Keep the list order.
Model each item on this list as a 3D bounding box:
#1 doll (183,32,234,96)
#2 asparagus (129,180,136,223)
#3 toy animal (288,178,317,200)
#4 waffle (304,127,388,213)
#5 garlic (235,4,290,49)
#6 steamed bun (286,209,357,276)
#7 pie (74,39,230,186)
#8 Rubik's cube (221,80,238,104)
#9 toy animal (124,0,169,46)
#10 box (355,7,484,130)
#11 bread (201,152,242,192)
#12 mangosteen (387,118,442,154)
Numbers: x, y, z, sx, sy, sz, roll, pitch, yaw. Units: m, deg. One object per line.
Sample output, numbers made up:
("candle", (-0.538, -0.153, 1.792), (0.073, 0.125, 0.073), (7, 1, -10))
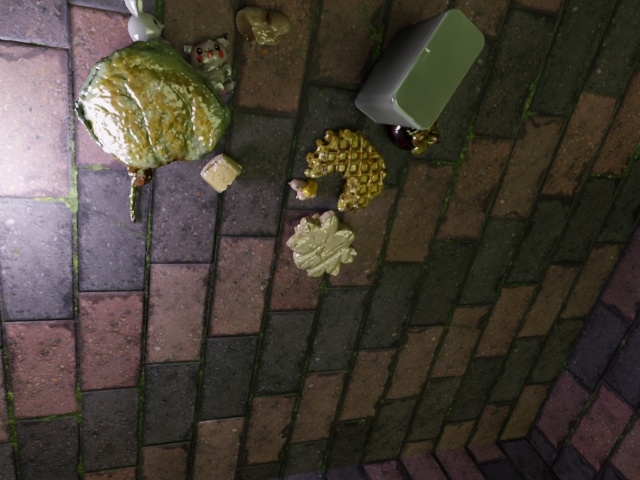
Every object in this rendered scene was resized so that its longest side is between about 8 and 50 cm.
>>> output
("doll", (-0.345, -0.554, 1.627), (0.149, 0.095, 0.192), (-13, 97, -11))
("asparagus", (-0.653, -0.170, 1.792), (0.024, 0.025, 0.249), (-32, 141, -56))
("toy animal", (-0.065, -0.187, 1.974), (0.114, 0.091, 0.082), (1, 132, -23))
("waffle", (0.108, -0.268, 1.957), (0.261, 0.151, 0.324), (-40, 126, 8))
("garlic", (-0.181, -0.685, 1.639), (0.174, 0.099, 0.124), (-8, 102, -22))
("steamed bun", (0.000, 0.000, 2.079), (0.295, 0.137, 0.293), (1, 119, -15))
("pie", (-0.505, -0.398, 1.556), (0.417, 0.181, 0.395), (-24, 121, 20))
("Rubik's cube", (-0.320, -0.458, 1.691), (0.178, 0.190, 0.211), (-50, 130, -9))
("toy animal", (-0.520, -0.655, 1.511), (0.130, 0.104, 0.221), (-6, 121, -16))
("box", (0.311, -0.552, 1.703), (0.177, 0.344, 0.352), (32, 91, -22))
("bread", (-0.351, -0.249, 1.830), (0.125, 0.082, 0.106), (-38, 115, 15))
("mangosteen", (0.361, -0.415, 1.921), (0.192, 0.217, 0.192), (-26, 143, -21))
